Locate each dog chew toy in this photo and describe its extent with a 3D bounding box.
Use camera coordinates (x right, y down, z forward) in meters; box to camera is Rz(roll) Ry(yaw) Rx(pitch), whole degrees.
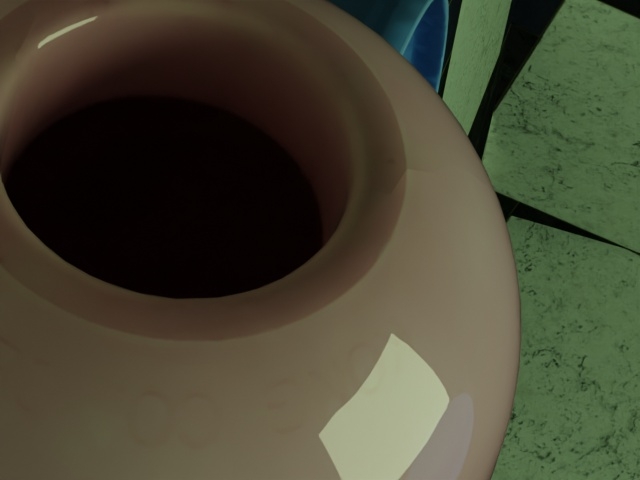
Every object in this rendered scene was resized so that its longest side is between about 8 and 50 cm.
[{"bbox_3d":[-0.064,0.068,0.520,0.332,0.207,0.206,109,3,-55],"label":"dog chew toy"}]

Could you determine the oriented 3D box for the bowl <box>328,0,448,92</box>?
[{"bbox_3d":[0.000,0.000,1.188,0.391,0.077,0.391,17,90,-81],"label":"bowl"}]
